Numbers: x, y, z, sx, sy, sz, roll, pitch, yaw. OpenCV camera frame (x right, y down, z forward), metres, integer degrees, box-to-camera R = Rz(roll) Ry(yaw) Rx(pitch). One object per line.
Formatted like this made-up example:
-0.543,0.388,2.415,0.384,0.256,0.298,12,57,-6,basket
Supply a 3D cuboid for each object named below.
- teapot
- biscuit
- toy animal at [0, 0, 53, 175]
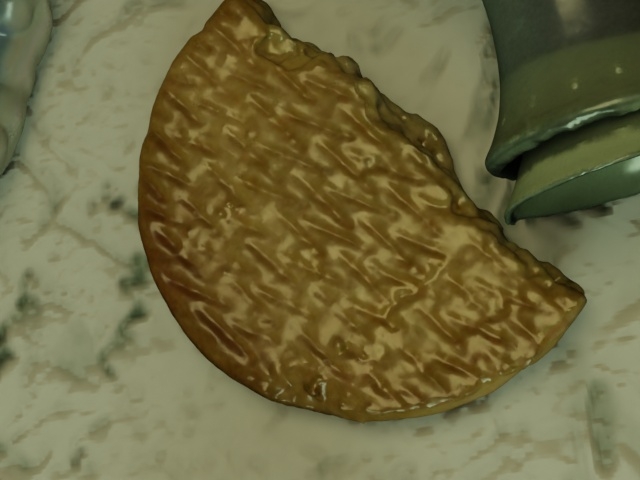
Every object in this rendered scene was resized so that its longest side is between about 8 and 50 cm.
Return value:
0.092,-0.142,0.722,0.183,0.183,0.251,-18,80,10,teapot
0.000,0.000,0.769,0.224,0.033,0.144,41,90,22,biscuit
-0.245,-0.109,0.807,0.208,0.156,0.204,15,82,15,toy animal
